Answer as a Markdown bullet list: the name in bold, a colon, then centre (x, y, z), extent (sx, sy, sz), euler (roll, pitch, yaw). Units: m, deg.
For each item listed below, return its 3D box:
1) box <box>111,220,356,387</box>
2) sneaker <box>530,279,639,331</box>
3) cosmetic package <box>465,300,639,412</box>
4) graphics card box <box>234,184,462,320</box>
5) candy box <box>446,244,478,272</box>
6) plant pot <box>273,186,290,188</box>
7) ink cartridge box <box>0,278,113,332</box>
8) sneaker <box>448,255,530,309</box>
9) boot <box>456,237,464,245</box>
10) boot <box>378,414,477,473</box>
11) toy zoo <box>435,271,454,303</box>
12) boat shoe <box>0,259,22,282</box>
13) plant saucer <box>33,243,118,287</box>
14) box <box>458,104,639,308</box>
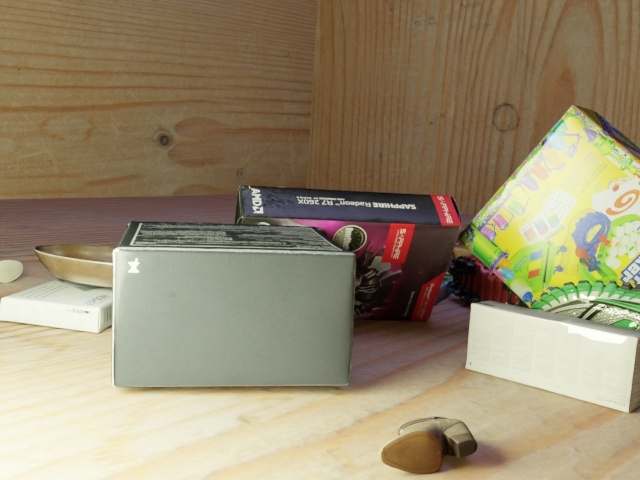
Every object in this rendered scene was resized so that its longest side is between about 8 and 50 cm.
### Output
- **box**: centre (-0.127, 0.078, 1.097), extent (0.296, 0.183, 0.294), euler (1, 6, -10)
- **sneaker**: centre (0.430, 0.137, 1.126), extent (0.134, 0.146, 0.343), euler (30, -27, -34)
- **cosmetic package**: centre (0.318, 0.152, 1.091), extent (0.239, 0.099, 0.060), euler (11, 8, 41)
- **graphics card box**: centre (0.033, 0.027, 1.365), extent (0.370, 0.233, 0.094), euler (3, 41, -11)
- **candy box**: centre (0.437, 0.071, 1.787), extent (0.182, 0.088, 0.316), euler (0, 9, -27)
- **plant pot**: centre (-0.049, 0.006, 1.720), extent (0.205, 0.205, 0.188), euler (9, -6, 35)
- **ink cartridge box**: centre (-0.425, 0.097, 1.332), extent (0.223, 0.045, 0.223), euler (5, 7, 8)
- **sneaker**: centre (0.363, 0.091, 1.569), extent (0.135, 0.098, 0.276), euler (0, 11, -26)
- **boot**: centre (0.251, 0.026, 2.179), extent (0.280, 0.096, 0.264), euler (-7, 19, -21)
- **boot**: centre (0.100, 0.205, 0.822), extent (0.118, 0.042, 0.087), euler (2, 1, -19)
- **toy zoo**: centre (0.178, 0.094, 1.712), extent (0.192, 0.030, 0.293), euler (6, 8, 22)
- **boat shoe**: centre (-0.628, 0.061, 1.523), extent (0.038, 0.046, 0.125), euler (14, 20, 31)
- **plant saucer**: centre (-0.343, 0.047, 1.412), extent (0.310, 0.050, 0.310), euler (5, 2, 0)
- **box**: centre (0.443, -0.021, 1.331), extent (0.279, 0.290, 0.177), euler (47, 25, 18)
